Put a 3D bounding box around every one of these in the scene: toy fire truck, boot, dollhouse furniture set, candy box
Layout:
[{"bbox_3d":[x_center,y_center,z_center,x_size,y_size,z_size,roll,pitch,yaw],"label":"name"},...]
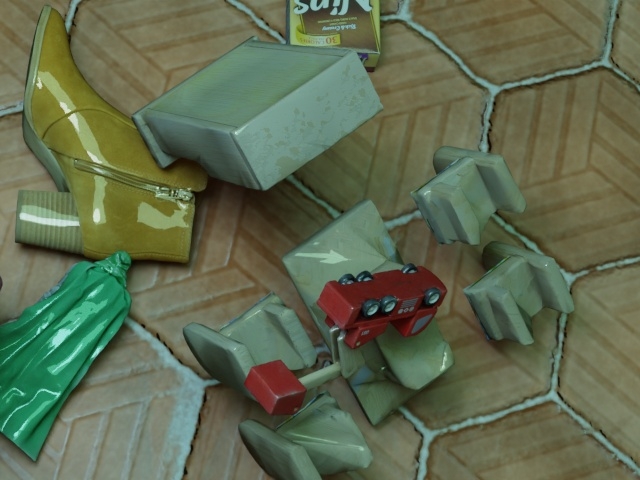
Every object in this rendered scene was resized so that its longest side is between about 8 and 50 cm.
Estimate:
[{"bbox_3d":[0.028,0.096,1.666,0.192,0.135,0.047,-8,43,-43],"label":"toy fire truck"},{"bbox_3d":[-0.229,-0.116,1.914,0.211,0.104,0.295,4,73,-12],"label":"boot"},{"bbox_3d":[0.000,0.000,1.823,0.362,0.256,0.394,-35,113,-18],"label":"dollhouse furniture set"},{"bbox_3d":[0.014,-0.296,2.036,0.109,0.053,0.187,2,69,-7],"label":"candy box"}]

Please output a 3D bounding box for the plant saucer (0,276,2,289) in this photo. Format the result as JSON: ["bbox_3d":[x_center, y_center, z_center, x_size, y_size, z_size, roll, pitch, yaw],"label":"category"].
[{"bbox_3d":[-0.456,0.127,1.676,0.332,0.332,0.084,-27,100,-17],"label":"plant saucer"}]

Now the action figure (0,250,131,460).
[{"bbox_3d":[-0.279,0.101,1.814,0.137,0.063,0.232,46,76,-18],"label":"action figure"}]
